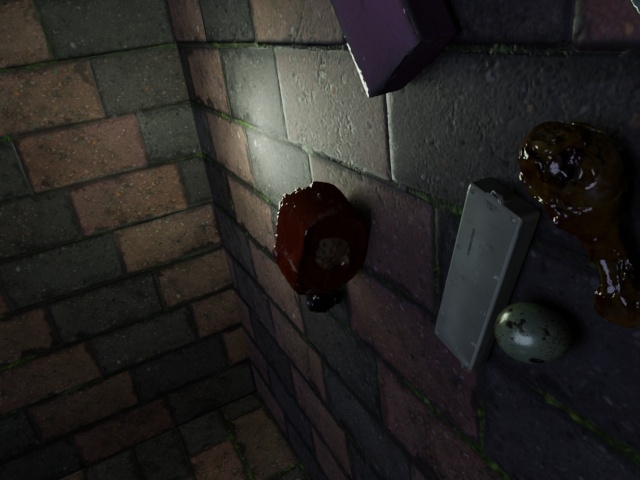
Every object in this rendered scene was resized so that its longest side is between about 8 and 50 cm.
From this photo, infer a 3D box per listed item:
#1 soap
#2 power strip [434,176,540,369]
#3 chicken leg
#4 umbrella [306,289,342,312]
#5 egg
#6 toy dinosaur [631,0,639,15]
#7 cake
[{"bbox_3d":[0.094,-0.377,0.768,0.260,0.081,0.181,68,159,5],"label":"soap"},{"bbox_3d":[0.252,0.071,0.802,0.106,0.043,0.368,50,150,42],"label":"power strip"},{"bbox_3d":[0.307,-0.020,0.565,0.107,0.087,0.252,-135,20,-88],"label":"chicken leg"},{"bbox_3d":[-0.032,0.073,1.407,0.122,0.110,0.273,101,148,-52],"label":"umbrella"},{"bbox_3d":[0.295,0.128,0.693,0.110,0.085,0.085,-1,107,55],"label":"egg"},{"bbox_3d":[0.223,-0.314,0.512,0.129,0.076,0.383,-28,87,44],"label":"toy dinosaur"},{"bbox_3d":[0.000,0.000,1.171,0.151,0.176,0.283,53,147,38],"label":"cake"}]
